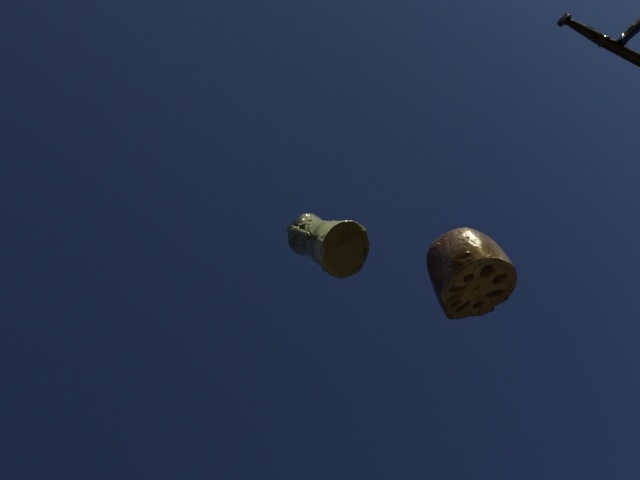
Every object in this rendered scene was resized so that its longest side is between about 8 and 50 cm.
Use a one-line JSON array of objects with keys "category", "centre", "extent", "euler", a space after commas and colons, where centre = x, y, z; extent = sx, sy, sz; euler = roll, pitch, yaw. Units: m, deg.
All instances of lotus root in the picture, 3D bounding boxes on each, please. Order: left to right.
[{"category": "lotus root", "centre": [0.206, 0.043, 1.433], "extent": [0.112, 0.081, 0.122], "euler": [-22, -42, 3]}]

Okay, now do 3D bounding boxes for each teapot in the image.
[{"category": "teapot", "centre": [0.000, 0.000, 1.019], "extent": [0.067, 0.083, 0.057], "euler": [22, -91, -35]}]

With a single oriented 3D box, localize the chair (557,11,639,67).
[{"category": "chair", "centre": [0.674, -0.361, 1.580], "extent": [0.362, 0.364, 0.410], "euler": [-44, -91, -11]}]
